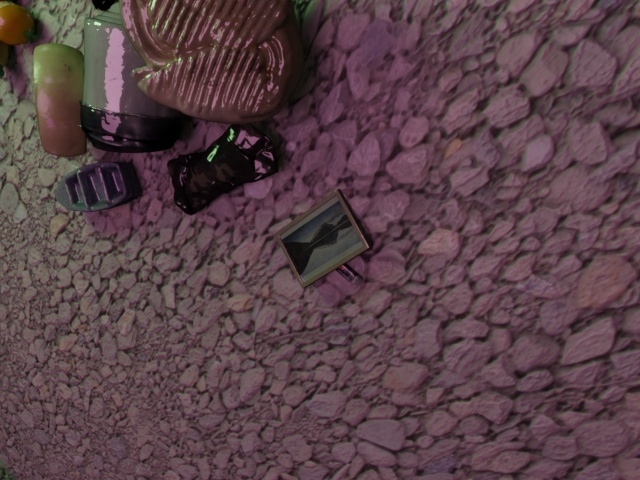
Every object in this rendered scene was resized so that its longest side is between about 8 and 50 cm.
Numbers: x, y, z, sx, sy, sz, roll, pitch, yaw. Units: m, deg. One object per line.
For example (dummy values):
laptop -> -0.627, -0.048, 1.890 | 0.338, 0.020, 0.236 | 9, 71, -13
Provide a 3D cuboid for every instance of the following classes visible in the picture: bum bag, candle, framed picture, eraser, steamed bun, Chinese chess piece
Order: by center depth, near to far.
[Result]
steamed bun -> -0.195, -0.388, 0.915 | 0.324, 0.219, 0.310 | -2, 109, 0
candle -> -0.414, -0.375, 1.040 | 0.221, 0.221, 0.343 | 18, 112, 20
framed picture -> 0.000, 0.000, 1.055 | 0.203, 0.015, 0.150 | -33, 80, 29
eraser -> 0.050, 0.065, 1.060 | 0.099, 0.019, 0.027 | 41, 117, 11
bum bag -> -0.241, -0.169, 1.091 | 0.340, 0.095, 0.144 | -20, 103, 35
Chinese chess piece -> -0.633, -0.341, 1.150 | 0.273, 0.102, 0.273 | 9, 100, 64

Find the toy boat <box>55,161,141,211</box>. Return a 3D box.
toy boat -> -0.621, -0.144, 1.291 | 0.282, 0.078, 0.127 | -8, 102, 28

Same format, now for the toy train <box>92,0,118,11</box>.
toy train -> -0.583, -0.670, 1.106 | 0.296, 0.100, 0.161 | 36, 110, 13

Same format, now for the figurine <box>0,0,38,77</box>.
figurine -> -0.864, -0.602, 1.249 | 0.222, 0.124, 0.324 | 43, 114, 9
